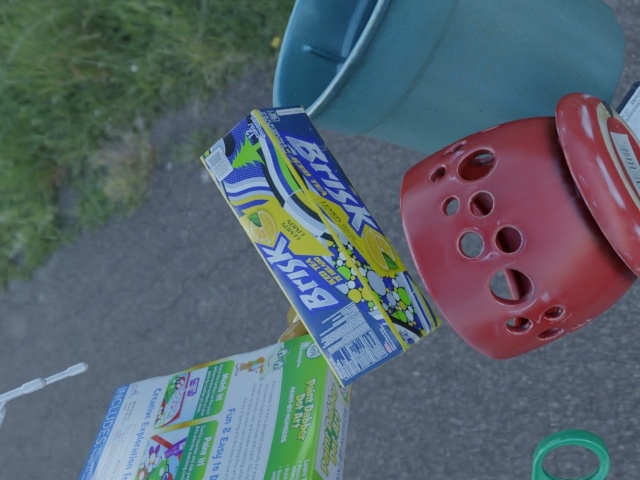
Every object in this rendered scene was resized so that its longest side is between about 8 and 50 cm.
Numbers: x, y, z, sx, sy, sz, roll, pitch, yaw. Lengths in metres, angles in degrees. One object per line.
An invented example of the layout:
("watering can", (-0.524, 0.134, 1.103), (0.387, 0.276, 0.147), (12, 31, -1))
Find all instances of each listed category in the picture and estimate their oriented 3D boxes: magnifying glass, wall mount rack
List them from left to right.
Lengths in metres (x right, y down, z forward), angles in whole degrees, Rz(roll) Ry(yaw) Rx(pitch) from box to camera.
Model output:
("wall mount rack", (-0.553, 0.327, 1.481), (0.304, 0.130, 0.350), (-62, -3, 1))
("magnifying glass", (0.294, 0.329, 1.137), (0.026, 0.092, 0.231), (-76, 9, -58))

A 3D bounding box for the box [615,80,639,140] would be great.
("box", (0.327, -0.065, 0.936), (0.051, 0.220, 0.175), (38, 105, 25))

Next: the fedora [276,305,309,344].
("fedora", (0.012, 0.114, 1.327), (0.194, 0.194, 0.079), (-56, 48, 36))

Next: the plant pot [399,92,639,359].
("plant pot", (0.186, -0.017, 0.723), (0.174, 0.191, 0.191), (-30, 61, 33))

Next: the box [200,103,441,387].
("box", (0.000, 0.000, 0.537), (0.054, 0.059, 0.169), (-36, 83, 30))

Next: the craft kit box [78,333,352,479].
("craft kit box", (-0.099, 0.201, 0.756), (0.247, 0.061, 0.250), (-20, 30, 20))

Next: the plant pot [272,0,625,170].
("plant pot", (0.163, -0.243, 1.075), (0.341, 0.334, 0.341), (-50, 29, 42))
